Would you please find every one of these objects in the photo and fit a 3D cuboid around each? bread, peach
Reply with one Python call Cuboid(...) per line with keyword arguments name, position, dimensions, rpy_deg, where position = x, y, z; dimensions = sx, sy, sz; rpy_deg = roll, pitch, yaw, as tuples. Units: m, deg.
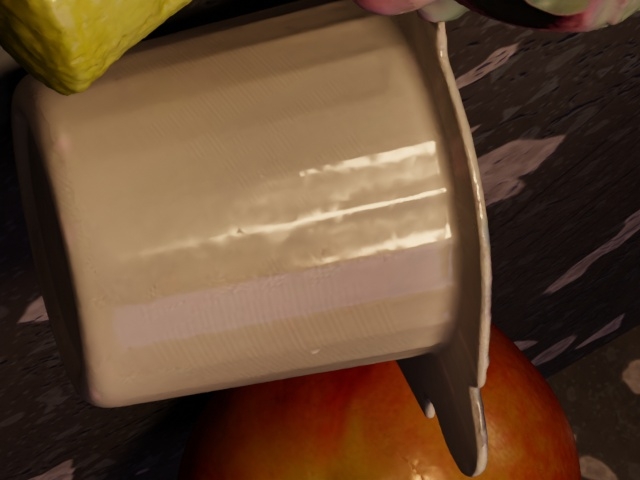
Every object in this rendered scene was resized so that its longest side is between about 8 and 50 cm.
Cuboid(name="bread", position=(-0.103, -0.130, 0.793), dimensions=(0.114, 0.111, 0.129), rpy_deg=(-37, 169, -11))
Cuboid(name="peach", position=(0.059, 0.223, 1.681), dimensions=(0.388, 0.388, 0.388), rpy_deg=(-29, 163, -10))

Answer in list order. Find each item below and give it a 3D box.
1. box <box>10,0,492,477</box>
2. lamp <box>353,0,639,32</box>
Cuboid(name="box", position=(-0.043, 0.005, 1.006), dimensions=(0.206, 0.291, 0.262), rpy_deg=(-12, 178, -13))
Cuboid(name="lamp", position=(0.147, -0.176, 0.860), dimensions=(0.247, 0.247, 0.301), rpy_deg=(-43, 165, 19))
